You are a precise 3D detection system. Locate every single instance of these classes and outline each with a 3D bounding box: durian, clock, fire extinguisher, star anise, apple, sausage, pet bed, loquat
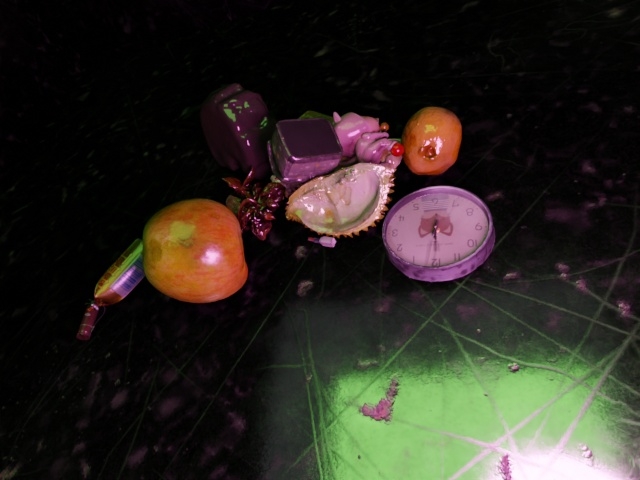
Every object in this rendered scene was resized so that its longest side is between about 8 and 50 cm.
[{"bbox_3d":[0.064,-0.118,1.348,0.395,0.198,0.163,-11,51,18],"label":"durian"},{"bbox_3d":[0.343,-0.029,1.244,0.325,0.067,0.325,-12,49,14],"label":"clock"},{"bbox_3d":[-0.829,0.281,1.520,0.078,0.045,0.157,3,48,-9],"label":"fire extinguisher"},{"bbox_3d":[-0.283,-0.219,1.638,0.141,0.158,0.144,-6,27,17],"label":"star anise"},{"bbox_3d":[-0.397,0.038,1.338,0.340,0.339,0.339,-12,50,14],"label":"apple"},{"bbox_3d":[-0.732,0.136,1.544,0.317,0.117,0.125,-52,18,-20],"label":"sausage"},{"bbox_3d":[-0.052,-0.284,1.377,0.211,0.159,0.183,-12,66,-25],"label":"pet bed"},{"bbox_3d":[0.358,-0.323,1.368,0.193,0.238,0.238,8,57,21],"label":"loquat"},{"bbox_3d":[-0.217,-0.116,1.498,0.190,0.126,0.220,-3,67,25],"label":"star anise"}]

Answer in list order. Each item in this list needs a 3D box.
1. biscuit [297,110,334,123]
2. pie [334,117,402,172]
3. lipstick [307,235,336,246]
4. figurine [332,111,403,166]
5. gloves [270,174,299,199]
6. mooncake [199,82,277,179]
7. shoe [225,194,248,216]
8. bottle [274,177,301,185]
[{"bbox_3d":[-0.024,-0.477,1.788,0.255,0.029,0.172,31,69,37],"label":"biscuit"},{"bbox_3d":[0.141,-0.321,1.563,0.338,0.075,0.337,-14,53,19],"label":"pie"},{"bbox_3d":[0.000,0.000,1.397,0.107,0.025,0.025,9,56,36],"label":"lipstick"},{"bbox_3d":[0.155,-0.325,1.430,0.186,0.176,0.287,-32,57,-17],"label":"figurine"},{"bbox_3d":[-0.134,-0.230,1.599,0.111,0.094,0.144,-8,42,3],"label":"gloves"},{"bbox_3d":[-0.321,-0.441,1.697,0.212,0.350,0.381,-39,58,-21],"label":"mooncake"},{"bbox_3d":[-0.320,-0.127,1.611,0.109,0.069,0.072,24,90,45],"label":"shoe"},{"bbox_3d":[-0.089,-0.299,1.519,0.148,0.147,0.236,6,48,27],"label":"bottle"}]
